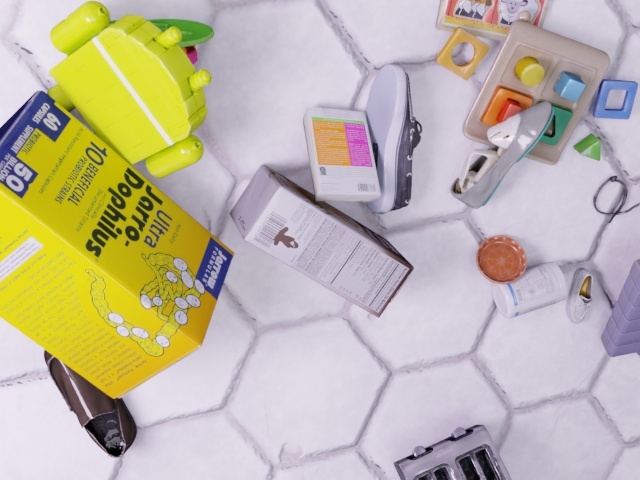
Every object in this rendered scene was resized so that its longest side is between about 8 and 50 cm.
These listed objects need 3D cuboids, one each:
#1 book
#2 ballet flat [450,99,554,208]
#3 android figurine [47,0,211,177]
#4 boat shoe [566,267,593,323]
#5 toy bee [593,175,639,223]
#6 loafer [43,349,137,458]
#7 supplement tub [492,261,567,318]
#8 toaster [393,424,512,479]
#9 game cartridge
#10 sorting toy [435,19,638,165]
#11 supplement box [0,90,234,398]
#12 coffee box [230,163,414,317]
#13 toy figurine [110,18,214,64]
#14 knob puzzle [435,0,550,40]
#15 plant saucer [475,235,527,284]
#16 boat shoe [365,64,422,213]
[{"bbox_3d":[0.032,-0.126,1.379,0.096,0.035,0.144,0,63,-17],"label":"book"},{"bbox_3d":[0.272,-0.136,1.434,0.068,0.072,0.213,23,126,-15],"label":"ballet flat"},{"bbox_3d":[-0.250,-0.194,1.228,0.248,0.273,0.056,54,46,-16],"label":"android figurine"},{"bbox_3d":[0.449,0.099,1.605,0.035,0.035,0.100,3,107,-15],"label":"boat shoe"},{"bbox_3d":[0.635,-0.064,1.532,0.298,0.162,0.195,-33,114,-2],"label":"toy bee"},{"bbox_3d":[-0.345,0.243,1.430,0.080,0.078,0.220,-31,113,-3],"label":"loafer"},{"bbox_3d":[0.347,0.083,1.555,0.107,0.071,0.071,-17,111,-9],"label":"supplement tub"},{"bbox_3d":[0.232,0.420,1.578,0.168,0.110,0.186,-23,75,-5],"label":"toaster"},{"bbox_3d":[0.674,0.095,1.597,0.355,0.068,0.230,-10,135,-11],"label":"game cartridge"},{"bbox_3d":[0.337,-0.222,1.452,0.347,0.047,0.196,15,113,-18],"label":"sorting toy"},{"bbox_3d":[-0.324,0.013,1.262,0.195,0.194,0.356,-32,117,33],"label":"supplement box"},{"bbox_3d":[0.000,0.000,1.404,0.246,0.141,0.098,31,99,-22],"label":"coffee box"},{"bbox_3d":[-0.233,-0.216,1.301,0.173,0.130,0.159,6,118,7],"label":"toy figurine"},{"bbox_3d":[0.275,-0.399,1.400,0.213,0.030,0.213,-4,109,-12],"label":"knob puzzle"},{"bbox_3d":[0.296,0.033,1.534,0.083,0.013,0.083,1,70,-2],"label":"plant saucer"},{"bbox_3d":[0.118,-0.152,1.421,0.076,0.080,0.228,-7,107,-30],"label":"boat shoe"}]
